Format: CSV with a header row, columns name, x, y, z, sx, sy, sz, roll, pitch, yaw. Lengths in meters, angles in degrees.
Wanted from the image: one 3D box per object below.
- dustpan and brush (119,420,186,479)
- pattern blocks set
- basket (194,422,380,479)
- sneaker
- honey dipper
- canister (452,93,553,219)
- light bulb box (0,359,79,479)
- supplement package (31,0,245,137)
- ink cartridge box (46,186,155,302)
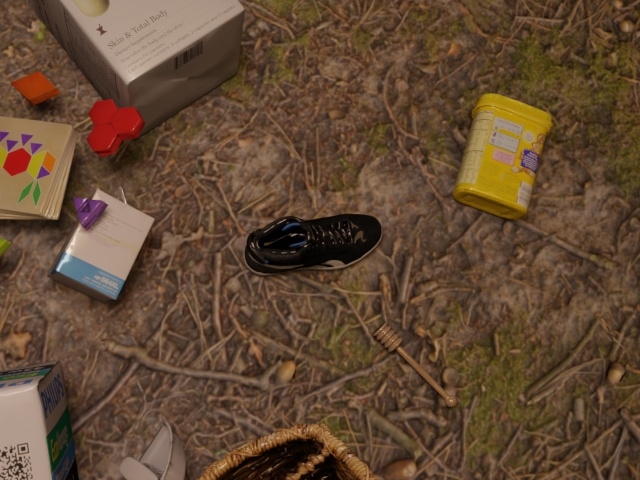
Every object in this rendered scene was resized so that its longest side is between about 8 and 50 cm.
name,x,y,z,sx,sy,sz,roll,pitch,yaw
dustpan and brush,-0.206,0.303,0.980,0.060,0.211,0.147,46,69,-33
pattern blocks set,-0.422,-0.100,1.087,0.324,0.026,0.286,17,74,18
basket,-0.071,0.366,0.982,0.299,0.223,0.213,-35,84,-16
sneaker,0.000,0.000,1.144,0.216,0.121,0.079,-14,79,-13
honey dipper,0.143,0.186,1.169,0.160,0.030,0.030,45,72,2
canister,0.287,-0.131,1.258,0.126,0.073,0.170,19,74,-4
light bulb box,-0.451,0.347,0.877,0.357,0.225,0.361,-8,90,-13
supplement package,-0.271,-0.332,1.144,0.199,0.198,0.263,-37,84,-16
ink cartridge box,-0.299,0.002,1.095,0.089,0.092,0.143,30,71,-19
